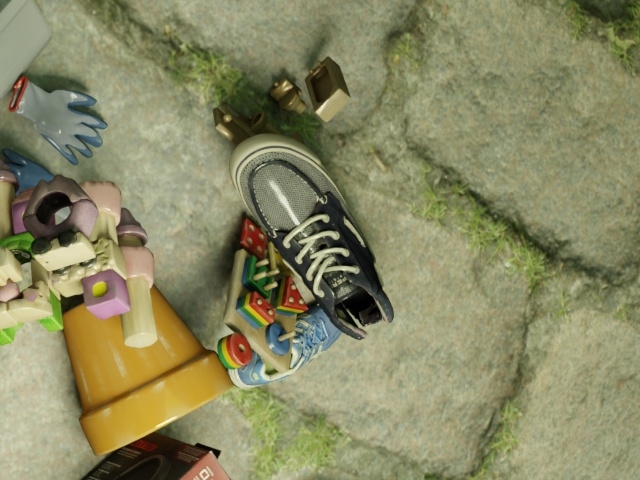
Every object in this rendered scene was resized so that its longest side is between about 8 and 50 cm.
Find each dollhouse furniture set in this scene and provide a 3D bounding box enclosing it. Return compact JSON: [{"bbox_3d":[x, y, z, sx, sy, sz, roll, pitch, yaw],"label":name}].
[{"bbox_3d":[-0.058,-0.204,2.047,0.151,0.144,0.123,-43,118,16],"label":"dollhouse furniture set"}]

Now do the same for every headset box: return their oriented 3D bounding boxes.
[{"bbox_3d":[-0.247,0.372,1.905,0.293,0.218,0.110,-41,112,-23],"label":"headset box"}]

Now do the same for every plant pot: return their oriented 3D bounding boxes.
[{"bbox_3d":[-0.247,0.155,1.925,0.205,0.205,0.188,-27,89,-29],"label":"plant pot"}]

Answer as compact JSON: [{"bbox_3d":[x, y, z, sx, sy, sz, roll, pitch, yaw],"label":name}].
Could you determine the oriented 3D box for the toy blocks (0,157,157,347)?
[{"bbox_3d":[-0.371,-0.010,1.748,0.288,0.309,0.260,-15,63,7],"label":"toy blocks"}]

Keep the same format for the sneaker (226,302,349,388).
[{"bbox_3d":[-0.033,0.157,2.112,0.211,0.081,0.080,-33,107,-28],"label":"sneaker"}]

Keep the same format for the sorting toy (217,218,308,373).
[{"bbox_3d":[-0.068,0.086,2.020,0.132,0.046,0.274,45,35,-33],"label":"sorting toy"}]

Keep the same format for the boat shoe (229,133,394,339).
[{"bbox_3d":[0.000,0.000,2.021,0.127,0.158,0.340,-34,134,9],"label":"boat shoe"}]

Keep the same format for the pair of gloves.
[{"bbox_3d":[-0.366,-0.112,1.914,0.159,0.023,0.198,27,83,-42],"label":"pair of gloves"}]

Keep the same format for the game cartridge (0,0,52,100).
[{"bbox_3d":[-0.488,-0.303,1.829,0.294,0.060,0.196,44,66,-26],"label":"game cartridge"}]
